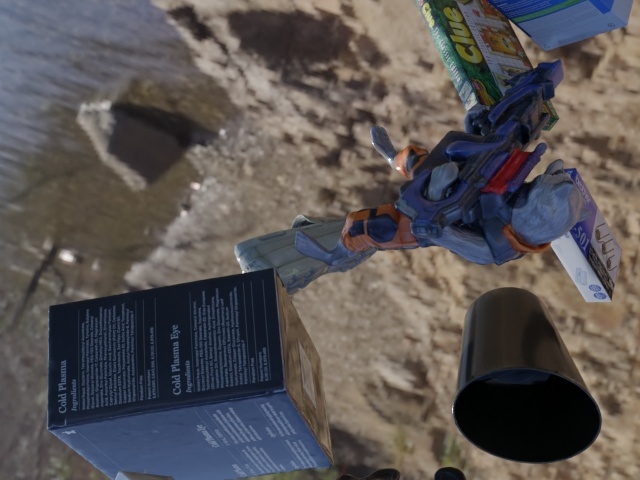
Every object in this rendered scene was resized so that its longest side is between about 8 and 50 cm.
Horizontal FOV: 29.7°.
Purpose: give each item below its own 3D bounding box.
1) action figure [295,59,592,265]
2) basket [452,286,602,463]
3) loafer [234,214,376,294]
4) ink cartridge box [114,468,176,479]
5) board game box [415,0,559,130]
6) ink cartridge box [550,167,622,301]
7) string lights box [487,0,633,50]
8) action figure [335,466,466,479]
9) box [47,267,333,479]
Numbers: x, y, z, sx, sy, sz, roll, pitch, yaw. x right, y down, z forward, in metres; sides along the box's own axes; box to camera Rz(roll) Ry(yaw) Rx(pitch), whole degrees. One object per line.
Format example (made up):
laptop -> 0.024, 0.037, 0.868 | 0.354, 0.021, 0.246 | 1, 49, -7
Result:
action figure -> 0.175, -0.064, 1.411 | 0.330, 0.341, 0.179 | 8, 131, 46
basket -> 0.273, 0.177, 1.689 | 0.204, 0.154, 0.227 | 16, -151, -10
loafer -> 0.000, 0.000, 1.973 | 0.319, 0.111, 0.112 | -19, 156, -42
ink cartridge box -> -0.189, 0.333, 1.388 | 0.143, 0.092, 0.090 | 27, -177, 39
board game box -> 0.204, -0.253, 1.553 | 0.136, 0.260, 0.030 | 3, 142, -32
ink cartridge box -> 0.385, -0.005, 1.783 | 0.046, 0.097, 0.207 | -4, 143, 35
string lights box -> 0.244, -0.339, 1.438 | 0.259, 0.077, 0.133 | 33, 154, -31
action figure -> 0.067, 0.304, 0.909 | 0.164, 0.141, 0.276 | 7, 123, 30
box -> -0.170, 0.206, 1.670 | 0.312, 0.179, 0.343 | -10, 152, 6
